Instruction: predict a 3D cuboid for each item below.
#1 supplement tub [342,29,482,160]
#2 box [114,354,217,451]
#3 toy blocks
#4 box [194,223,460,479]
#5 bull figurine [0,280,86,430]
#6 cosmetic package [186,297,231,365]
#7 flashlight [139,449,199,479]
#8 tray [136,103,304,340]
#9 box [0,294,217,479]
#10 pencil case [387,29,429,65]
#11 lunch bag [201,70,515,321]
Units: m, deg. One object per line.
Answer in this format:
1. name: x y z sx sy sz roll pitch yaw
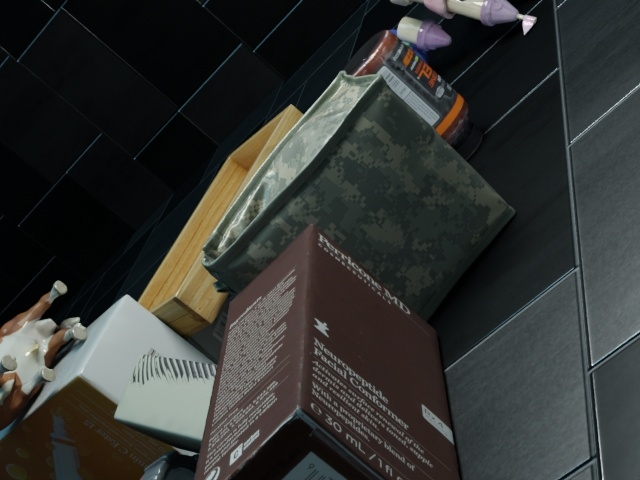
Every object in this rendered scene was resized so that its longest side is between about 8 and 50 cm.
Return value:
1. supplement tub: 0.125 -0.182 1.574 0.106 0.198 0.106 -45 16 17
2. box: -0.131 0.204 1.394 0.275 0.113 0.094 -2 62 55
3. toy blocks: 0.276 -0.443 1.872 0.260 0.309 0.288 21 63 28
4. box: 0.012 0.153 1.063 0.143 0.191 0.381 -45 15 15
5. bull figurine: -0.431 0.192 1.619 0.188 0.101 0.310 -37 22 29
6. cosmetic package: -0.218 0.192 1.844 0.238 0.107 0.127 -35 22 35
7. flashlight: -0.243 0.365 1.477 0.304 0.103 0.103 -39 -9 40
8. tray: -0.152 -0.013 1.813 0.203 0.076 0.411 -32 25 49
9. box: -0.321 0.270 1.717 0.345 0.215 0.168 -38 18 39
10. pencil case: 0.117 -0.259 1.947 0.306 0.133 0.119 -80 7 -66
11. lunch bag: 0.031 -0.006 1.319 0.287 0.235 0.169 -50 19 -5
